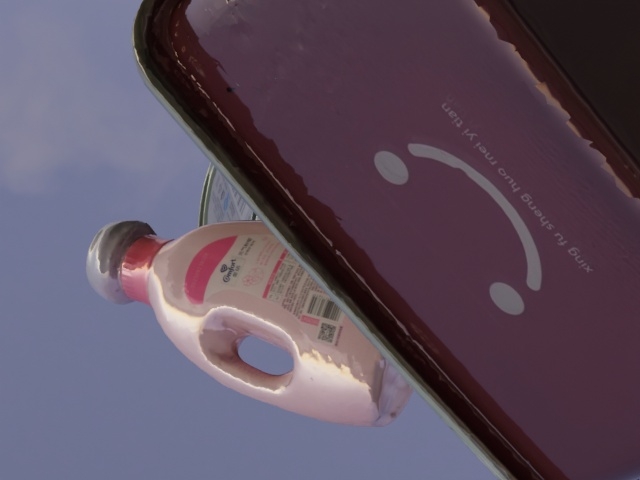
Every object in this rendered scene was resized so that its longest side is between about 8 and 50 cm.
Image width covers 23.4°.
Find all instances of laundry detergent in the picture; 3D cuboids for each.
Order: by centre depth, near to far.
[{"bbox_3d":[-0.063,0.056,1.380,0.335,0.159,0.088,15,170,31],"label":"laundry detergent"}]

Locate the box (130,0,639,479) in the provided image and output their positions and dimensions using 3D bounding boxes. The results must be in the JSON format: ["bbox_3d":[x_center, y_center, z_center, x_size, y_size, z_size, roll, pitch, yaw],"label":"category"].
[{"bbox_3d":[0.097,-0.054,0.589,0.294,0.167,0.193,48,-125,-6],"label":"box"}]

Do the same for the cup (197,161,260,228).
[{"bbox_3d":[0.000,0.000,1.745,0.274,0.357,0.259,10,-122,-24],"label":"cup"}]
